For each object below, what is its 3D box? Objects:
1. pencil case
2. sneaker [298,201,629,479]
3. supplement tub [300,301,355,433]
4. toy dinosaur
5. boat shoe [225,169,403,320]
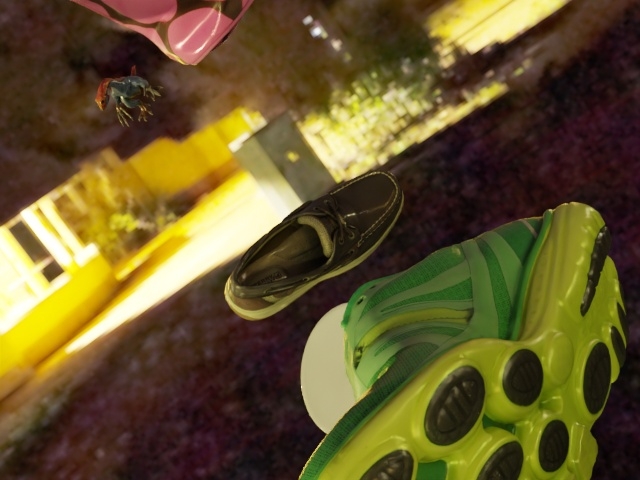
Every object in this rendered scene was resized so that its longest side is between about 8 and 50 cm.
[{"bbox_3d":[-0.146,-0.185,0.743,0.098,0.209,0.095,-59,21,19],"label":"pencil case"},{"bbox_3d":[0.061,0.074,0.543,0.123,0.109,0.295,-13,14,31],"label":"sneaker"},{"bbox_3d":[0.095,0.131,1.084,0.199,0.144,0.144,13,-31,-43],"label":"supplement tub"},{"bbox_3d":[-0.186,-0.137,1.072,0.047,0.090,0.082,-55,-35,9],"label":"toy dinosaur"},{"bbox_3d":[0.000,0.000,0.808,0.152,0.056,0.049,-40,-10,-15],"label":"boat shoe"}]
